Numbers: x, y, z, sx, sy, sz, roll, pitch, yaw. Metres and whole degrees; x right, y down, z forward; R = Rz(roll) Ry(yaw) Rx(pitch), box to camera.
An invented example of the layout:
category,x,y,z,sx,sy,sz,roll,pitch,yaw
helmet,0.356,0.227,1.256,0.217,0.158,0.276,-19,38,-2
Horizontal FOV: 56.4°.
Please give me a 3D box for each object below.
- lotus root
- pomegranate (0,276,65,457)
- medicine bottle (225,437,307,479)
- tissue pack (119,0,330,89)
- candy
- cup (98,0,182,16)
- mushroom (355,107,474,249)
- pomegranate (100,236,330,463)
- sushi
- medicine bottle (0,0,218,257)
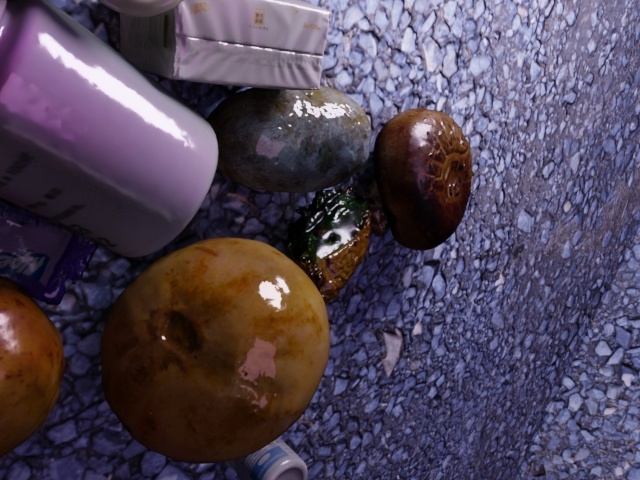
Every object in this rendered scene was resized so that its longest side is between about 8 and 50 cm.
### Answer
category,x,y,z,sx,sy,sz,roll,pitch,yaw
lotus root,-0.052,-0.159,0.943,0.349,0.175,0.175,-11,114,-37
pomegranate,-0.427,0.154,0.704,0.248,0.248,0.248,-16,117,-36
medicine bottle,-0.110,0.409,1.113,0.105,0.168,0.105,-16,116,-35
tissue pack,-0.133,-0.277,0.813,0.225,0.185,0.124,-7,114,-38
candy,-0.416,-0.010,0.756,0.275,0.070,0.145,28,94,-48
cup,-0.231,-0.359,0.579,0.255,0.173,0.202,33,82,1
mushroom,0.197,-0.115,1.177,0.278,0.163,0.297,-46,132,-18
pomegranate,-0.151,0.161,0.903,0.338,0.338,0.338,-16,117,-36
sushi,0.001,0.001,1.055,0.287,0.149,0.140,-47,144,-52
medicine bottle,-0.323,-0.147,0.676,0.388,0.219,0.219,33,84,-44
